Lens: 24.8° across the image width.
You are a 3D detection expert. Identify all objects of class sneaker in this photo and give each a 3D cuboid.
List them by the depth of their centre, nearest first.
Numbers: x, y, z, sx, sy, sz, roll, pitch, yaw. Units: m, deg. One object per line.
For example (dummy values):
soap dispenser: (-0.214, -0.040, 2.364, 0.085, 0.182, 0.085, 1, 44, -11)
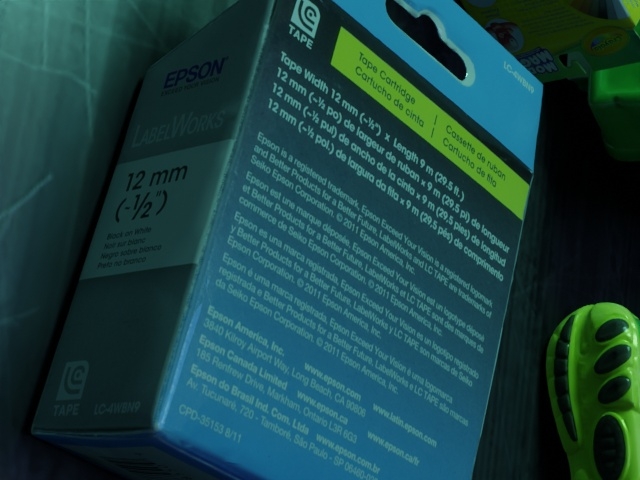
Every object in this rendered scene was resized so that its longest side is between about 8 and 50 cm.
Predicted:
sneaker: (0.242, 0.196, 1.100, 0.123, 0.109, 0.295, 10, 76, -41)

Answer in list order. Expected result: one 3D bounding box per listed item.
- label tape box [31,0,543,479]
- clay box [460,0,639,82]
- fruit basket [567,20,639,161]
label tape box: (0.000, 0.000, 0.876, 0.249, 0.115, 0.347, 34, 58, -38)
clay box: (0.147, -0.218, 1.048, 0.222, 0.127, 0.053, 54, 50, -27)
fruit basket: (0.330, -0.171, 1.243, 0.353, 0.165, 0.327, 13, 79, -64)
